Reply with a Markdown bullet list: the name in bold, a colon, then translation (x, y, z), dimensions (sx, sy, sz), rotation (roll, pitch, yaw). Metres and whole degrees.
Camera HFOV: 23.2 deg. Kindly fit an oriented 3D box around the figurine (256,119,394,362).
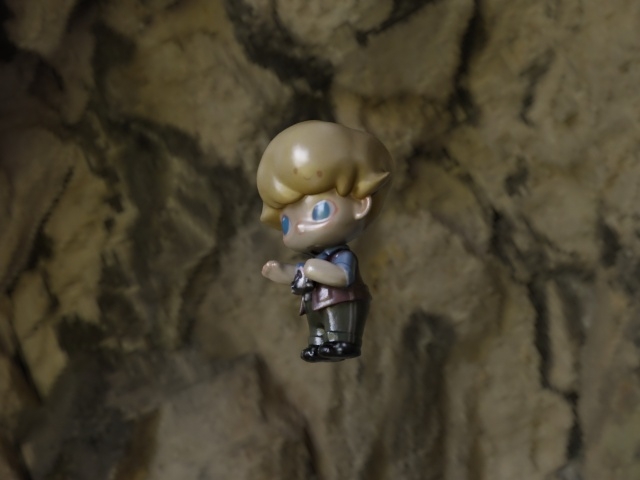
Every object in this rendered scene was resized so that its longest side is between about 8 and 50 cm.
- **figurine**: translation (0.000, 0.000, 1.262), dimensions (0.108, 0.196, 0.114), rotation (6, -11, -16)
